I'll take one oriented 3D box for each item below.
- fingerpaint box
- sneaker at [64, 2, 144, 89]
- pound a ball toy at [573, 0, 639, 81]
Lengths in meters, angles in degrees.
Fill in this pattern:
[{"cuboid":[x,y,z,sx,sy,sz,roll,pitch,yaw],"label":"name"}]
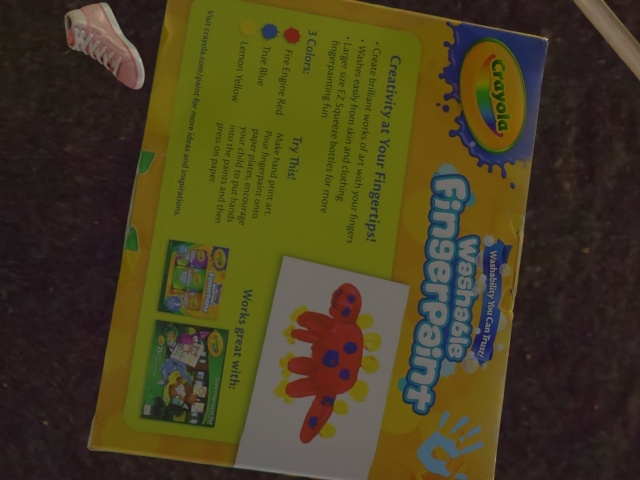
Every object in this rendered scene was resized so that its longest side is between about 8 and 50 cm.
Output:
[{"cuboid":[0.000,0.000,0.917,0.371,0.163,0.444,9,83,-7],"label":"fingerpaint box"},{"cuboid":[-0.279,-0.241,1.173,0.070,0.051,0.134,-19,70,-36],"label":"sneaker"},{"cuboid":[0.270,-0.215,0.641,0.208,0.136,0.319,-41,103,9],"label":"pound a ball toy"}]
